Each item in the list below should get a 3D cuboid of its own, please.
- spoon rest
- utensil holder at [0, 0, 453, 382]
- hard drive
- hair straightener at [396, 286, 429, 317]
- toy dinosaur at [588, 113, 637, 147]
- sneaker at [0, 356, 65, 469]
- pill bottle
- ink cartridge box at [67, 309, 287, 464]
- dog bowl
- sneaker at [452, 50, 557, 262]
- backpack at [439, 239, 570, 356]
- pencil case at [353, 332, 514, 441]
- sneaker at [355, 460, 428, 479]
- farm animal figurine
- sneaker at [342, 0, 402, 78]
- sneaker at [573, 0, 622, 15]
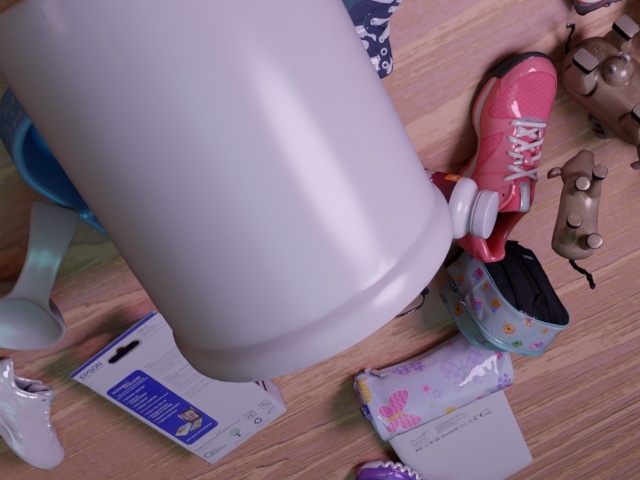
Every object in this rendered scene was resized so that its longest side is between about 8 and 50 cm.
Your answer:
[{"bbox_3d":[-0.369,0.068,0.970,0.137,0.084,0.276,16,135,-23],"label":"spoon rest"},{"bbox_3d":[-0.094,-0.109,0.776,0.328,0.327,0.385,-30,113,2],"label":"utensil holder"},{"bbox_3d":[0.271,0.389,1.529,0.233,0.047,0.353,-29,130,1],"label":"hard drive"},{"bbox_3d":[0.082,0.065,1.219,0.230,0.047,0.089,24,114,-39],"label":"hair straightener"},{"bbox_3d":[0.575,-0.184,1.175,0.296,0.127,0.200,-30,124,-6],"label":"toy dinosaur"},{"bbox_3d":[-0.419,0.252,1.137,0.094,0.080,0.212,-35,130,-9],"label":"sneaker"},{"bbox_3d":[0.160,-0.051,1.066,0.086,0.152,0.086,-43,140,-50],"label":"pill bottle"},{"bbox_3d":[-0.210,0.216,1.196,0.165,0.065,0.332,-36,131,7],"label":"ink cartridge box"},{"bbox_3d":[-0.245,-0.086,0.947,0.166,0.074,0.297,-41,129,11],"label":"dog bowl"},{"bbox_3d":[0.271,-0.104,1.099,0.116,0.136,0.313,0,125,-23],"label":"sneaker"},{"bbox_3d":[0.289,0.096,1.223,0.166,0.188,0.144,17,117,-32],"label":"backpack"},{"bbox_3d":[0.194,0.241,1.345,0.273,0.124,0.113,-22,162,-3],"label":"pencil case"},{"bbox_3d":[0.171,0.505,1.497,0.236,0.104,0.095,28,143,-10],"label":"sneaker"},{"bbox_3d":[0.415,-0.141,1.036,0.330,0.326,0.172,-25,168,3],"label":"farm animal figurine"},{"bbox_3d":[0.079,-0.294,0.901,0.282,0.099,0.153,-33,126,14],"label":"sneaker"},{"bbox_3d":[0.397,-0.349,1.030,0.158,0.061,0.065,-27,157,0],"label":"sneaker"}]
